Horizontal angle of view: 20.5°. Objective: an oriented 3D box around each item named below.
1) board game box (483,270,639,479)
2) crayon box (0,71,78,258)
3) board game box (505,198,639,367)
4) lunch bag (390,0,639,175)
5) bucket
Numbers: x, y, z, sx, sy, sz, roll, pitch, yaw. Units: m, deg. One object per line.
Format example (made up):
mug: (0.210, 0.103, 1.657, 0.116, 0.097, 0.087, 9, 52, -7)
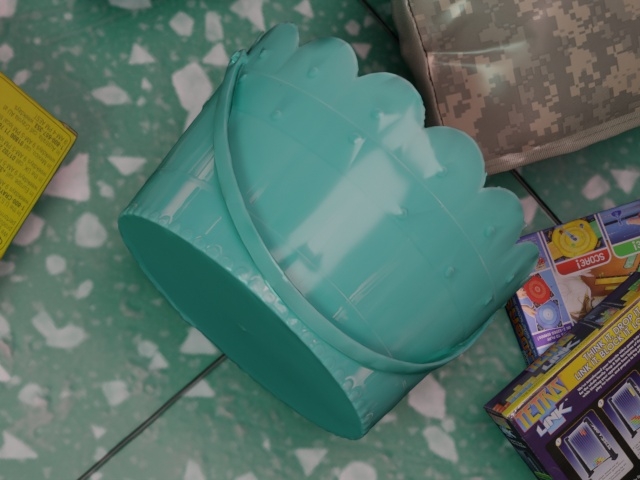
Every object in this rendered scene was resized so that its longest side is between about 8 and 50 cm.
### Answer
board game box: (0.235, 0.131, 1.388, 0.170, 0.048, 0.141, -40, 105, -11)
crayon box: (-0.341, -0.007, 1.262, 0.202, 0.081, 0.318, 43, 67, -33)
board game box: (0.252, 0.041, 1.451, 0.201, 0.035, 0.136, -16, 80, -16)
lunch bag: (0.184, -0.196, 1.398, 0.287, 0.169, 0.235, -20, 104, -18)
bucket: (0.000, 0.000, 1.292, 0.281, 0.281, 0.183, 42, 75, 0)
